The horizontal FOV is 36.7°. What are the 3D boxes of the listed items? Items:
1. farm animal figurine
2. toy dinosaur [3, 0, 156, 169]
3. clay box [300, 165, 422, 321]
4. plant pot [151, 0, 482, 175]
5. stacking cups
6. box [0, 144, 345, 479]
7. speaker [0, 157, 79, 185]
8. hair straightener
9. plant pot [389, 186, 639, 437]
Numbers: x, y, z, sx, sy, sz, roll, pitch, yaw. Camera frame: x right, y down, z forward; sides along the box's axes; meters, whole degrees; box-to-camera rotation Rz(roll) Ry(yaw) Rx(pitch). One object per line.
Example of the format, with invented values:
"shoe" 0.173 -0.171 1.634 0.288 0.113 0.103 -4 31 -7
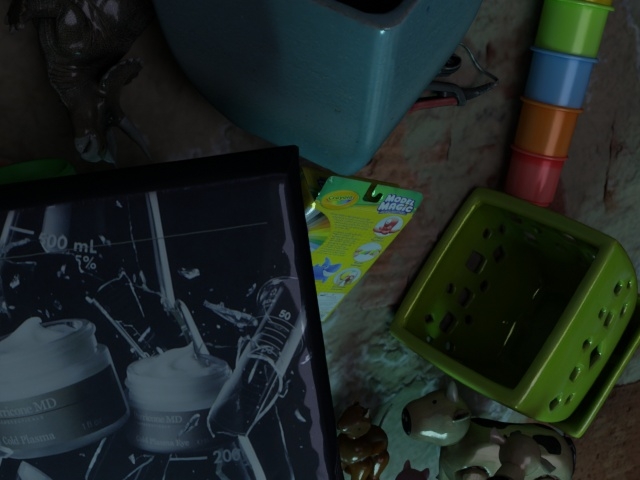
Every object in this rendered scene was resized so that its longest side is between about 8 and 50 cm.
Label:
"farm animal figurine" 0.178 0.259 1.132 0.326 0.330 0.172 11 98 -33
"toy dinosaur" -0.199 -0.233 0.875 0.160 0.121 0.314 20 91 -47
"clay box" 0.000 0.000 1.032 0.127 0.053 0.222 8 135 -33
"plant pot" 0.005 -0.209 0.888 0.248 0.247 0.252 -52 160 -32
"stacking cups" 0.285 -0.200 1.183 0.096 0.096 0.316 4 108 -32
"box" -0.165 0.110 0.734 0.343 0.179 0.313 -8 101 3
"speaker" -0.251 0.078 0.920 0.131 0.131 0.297 -20 113 -24
"hair straightener" 0.113 -0.189 1.102 0.230 0.047 0.089 -9 112 -29
"plant pot" 0.264 0.098 1.197 0.207 0.227 0.228 34 86 -42
